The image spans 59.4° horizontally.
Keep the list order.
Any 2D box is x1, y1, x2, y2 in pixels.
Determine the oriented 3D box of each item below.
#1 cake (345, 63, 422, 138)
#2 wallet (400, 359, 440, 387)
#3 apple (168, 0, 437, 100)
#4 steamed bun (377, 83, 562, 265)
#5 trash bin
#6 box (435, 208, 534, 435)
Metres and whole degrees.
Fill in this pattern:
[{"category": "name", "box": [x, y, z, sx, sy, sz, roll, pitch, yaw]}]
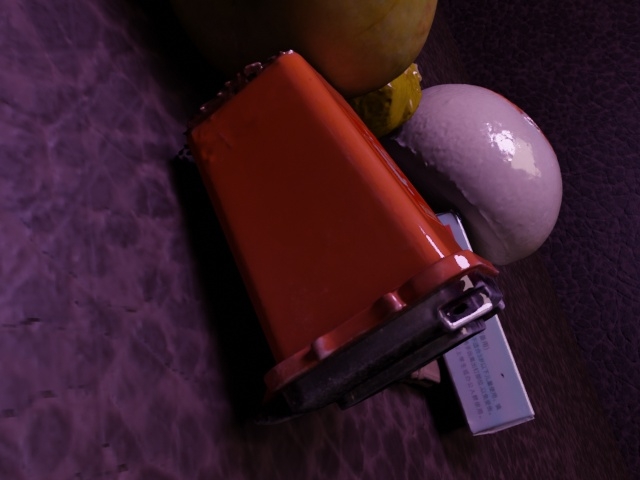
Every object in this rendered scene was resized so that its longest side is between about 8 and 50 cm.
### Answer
[{"category": "cake", "box": [0.024, -0.249, 0.699, 0.179, 0.156, 0.261, -35, 101, -58]}, {"category": "wallet", "box": [0.089, 0.104, 0.637, 0.152, 0.038, 0.118, 33, 38, -50]}, {"category": "apple", "box": [-0.021, -0.242, 0.496, 0.261, 0.260, 0.194, 61, 36, -10]}, {"category": "steamed bun", "box": [0.222, -0.107, 0.800, 0.283, 0.177, 0.283, 45, 0, 0]}, {"category": "trash bin", "box": [0.000, 0.000, 0.429, 0.239, 0.184, 0.161, 58, 16, 18]}, {"category": "box", "box": [0.180, 0.103, 0.721, 0.135, 0.079, 0.270, 50, 22, -72]}]
